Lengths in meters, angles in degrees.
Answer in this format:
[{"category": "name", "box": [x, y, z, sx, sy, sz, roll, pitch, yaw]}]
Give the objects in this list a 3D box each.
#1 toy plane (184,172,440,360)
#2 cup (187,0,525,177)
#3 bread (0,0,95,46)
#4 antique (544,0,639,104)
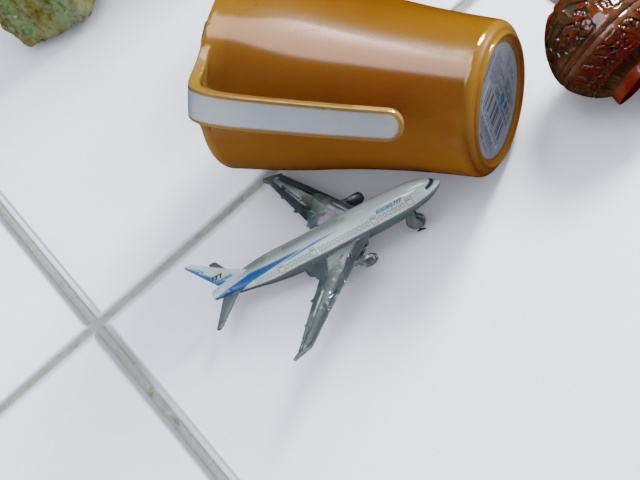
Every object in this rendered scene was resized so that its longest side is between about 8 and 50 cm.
[{"category": "toy plane", "box": [0.000, 0.003, 1.416, 0.226, 0.058, 0.226, -20, 42, 8]}, {"category": "cup", "box": [0.020, -0.129, 1.412, 0.264, 0.182, 0.226, 10, 24, 24]}, {"category": "bread", "box": [-0.300, -0.313, 1.722, 0.102, 0.138, 0.196, -19, 55, 15]}, {"category": "antique", "box": [0.232, -0.166, 1.394, 0.104, 0.104, 0.104, -13, 54, 18]}]
